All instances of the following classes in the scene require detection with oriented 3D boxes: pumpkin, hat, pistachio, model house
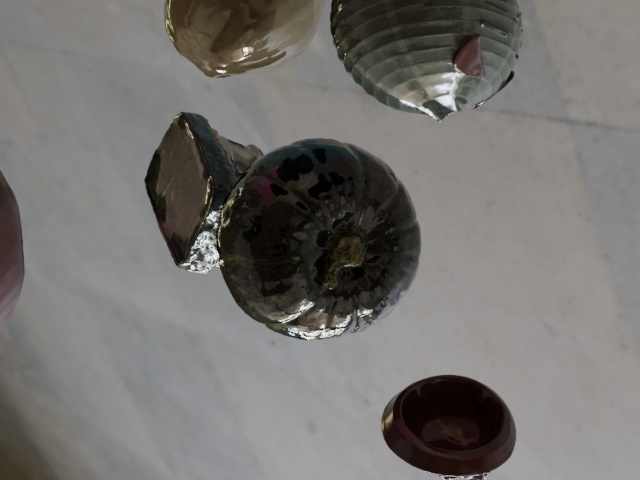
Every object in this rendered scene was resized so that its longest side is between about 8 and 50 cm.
[{"bbox_3d":[0.000,0.000,2.040,0.323,0.323,0.241,62,159,-14],"label":"pumpkin"},{"bbox_3d":[0.184,0.279,1.896,0.205,0.205,0.089,34,136,37],"label":"hat"},{"bbox_3d":[-0.100,-0.350,1.921,0.207,0.332,0.226,19,117,23],"label":"pistachio"},{"bbox_3d":[-0.134,-0.068,2.328,0.190,0.300,0.271,-56,38,23],"label":"model house"}]

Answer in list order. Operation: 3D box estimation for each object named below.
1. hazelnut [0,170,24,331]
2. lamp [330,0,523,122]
[{"bbox_3d":[-0.265,0.015,0.660,0.212,0.181,0.181,10,167,43],"label":"hazelnut"},{"bbox_3d":[0.138,-0.262,1.661,0.233,0.233,0.265,42,-166,27],"label":"lamp"}]
